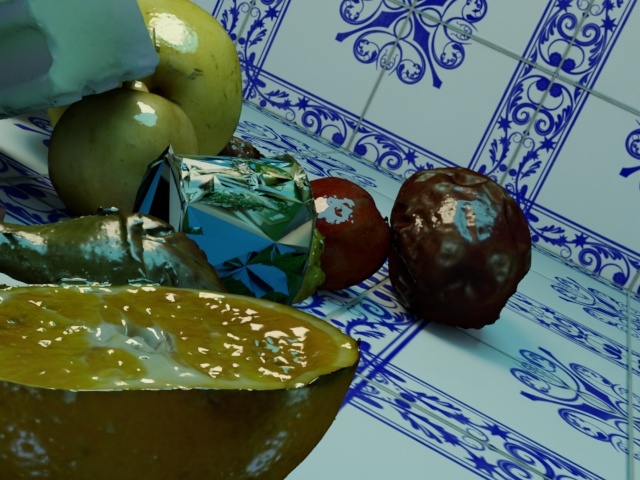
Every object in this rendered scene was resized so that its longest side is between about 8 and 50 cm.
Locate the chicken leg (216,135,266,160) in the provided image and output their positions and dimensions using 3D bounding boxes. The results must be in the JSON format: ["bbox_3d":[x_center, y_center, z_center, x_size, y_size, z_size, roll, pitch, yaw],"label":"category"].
[{"bbox_3d":[-0.110,-0.123,2.207,0.304,0.093,0.113,31,29,-8],"label":"chicken leg"}]

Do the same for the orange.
[{"bbox_3d":[-0.131,0.104,0.825,0.310,0.274,0.274,-31,41,-19],"label":"orange"}]

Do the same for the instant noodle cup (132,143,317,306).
[{"bbox_3d":[-0.139,-0.014,1.396,0.178,0.240,0.240,6,21,-31],"label":"instant noodle cup"}]

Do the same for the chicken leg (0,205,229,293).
[{"bbox_3d":[-0.263,0.017,1.176,0.361,0.140,0.211,26,20,-14],"label":"chicken leg"}]

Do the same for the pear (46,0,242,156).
[{"bbox_3d":[-0.302,-0.261,1.807,0.348,0.348,0.348,24,12,-6],"label":"pear"}]

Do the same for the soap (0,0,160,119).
[{"bbox_3d":[-0.436,-0.265,1.516,0.446,0.156,0.261,-5,19,41],"label":"soap"}]

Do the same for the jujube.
[{"bbox_3d":[0.242,0.008,1.921,0.276,0.276,0.377,22,12,-15],"label":"jujube"}]

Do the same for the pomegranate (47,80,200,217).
[{"bbox_3d":[-0.288,-0.117,1.535,0.233,0.233,0.233,24,12,-6],"label":"pomegranate"}]

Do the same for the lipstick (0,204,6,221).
[{"bbox_3d":[-0.520,-0.100,1.372,0.312,0.051,0.051,30,12,19],"label":"lipstick"}]

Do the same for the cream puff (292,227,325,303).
[{"bbox_3d":[-0.040,0.026,1.541,0.116,0.146,0.146,-19,32,-20],"label":"cream puff"}]

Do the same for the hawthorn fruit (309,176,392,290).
[{"bbox_3d":[0.000,0.000,1.722,0.189,0.189,0.251,32,33,28],"label":"hawthorn fruit"}]
